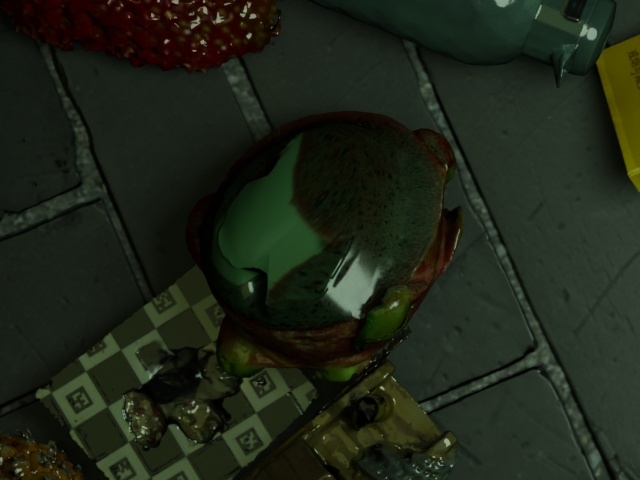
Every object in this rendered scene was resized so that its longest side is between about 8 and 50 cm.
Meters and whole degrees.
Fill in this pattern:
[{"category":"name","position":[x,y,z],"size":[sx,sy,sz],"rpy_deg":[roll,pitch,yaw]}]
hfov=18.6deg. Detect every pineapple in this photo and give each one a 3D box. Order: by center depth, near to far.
[{"category":"pineapple","position":[-0.303,0.265,1.853],"size":[0.161,0.137,0.176],"rpy_deg":[-29,81,4]}]

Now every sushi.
[{"category":"sushi","position":[-0.134,0.151,1.890],"size":[0.210,0.040,0.193],"rpy_deg":[-41,87,0]}]

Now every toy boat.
[{"category":"toy boat","position":[-0.065,0.295,1.807],"size":[0.445,0.162,0.136],"rpy_deg":[-41,84,3]}]

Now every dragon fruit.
[{"category":"dragon fruit","position":[0.000,0.000,1.799],"size":[0.268,0.130,0.295],"rpy_deg":[32,81,29]}]

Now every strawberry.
[{"category":"strawberry","position":[-0.181,-0.290,1.885],"size":[0.306,0.138,0.233],"rpy_deg":[15,86,10]}]

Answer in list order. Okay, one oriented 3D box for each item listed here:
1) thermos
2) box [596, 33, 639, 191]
[{"category":"thermos","position":[0.141,-0.252,1.843],"size":[0.286,0.145,0.182],"rpy_deg":[23,55,7]},{"category":"box","position":[0.393,-0.159,1.786],"size":[0.269,0.043,0.152],"rpy_deg":[-23,54,17]}]
